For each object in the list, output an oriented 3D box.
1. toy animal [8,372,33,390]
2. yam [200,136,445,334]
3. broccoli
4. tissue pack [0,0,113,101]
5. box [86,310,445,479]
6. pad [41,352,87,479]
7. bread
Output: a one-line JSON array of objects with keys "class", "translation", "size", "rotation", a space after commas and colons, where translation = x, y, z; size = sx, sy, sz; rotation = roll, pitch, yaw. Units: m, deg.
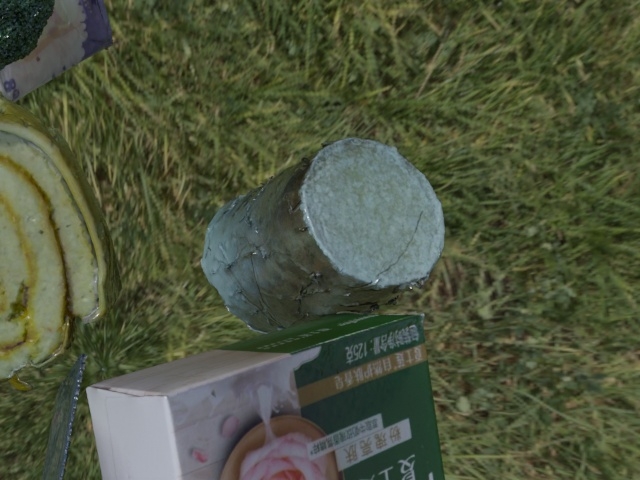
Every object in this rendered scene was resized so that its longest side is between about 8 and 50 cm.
[{"class": "toy animal", "translation": [-0.464, 0.159, 1.604], "size": [0.095, 0.155, 0.219], "rotation": [-14, 57, -25]}, {"class": "yam", "translation": [0.000, 0.000, 1.365], "size": [0.241, 0.348, 0.241], "rotation": [6, 76, -23]}, {"class": "broccoli", "translation": [-0.363, -0.234, 1.034], "size": [0.195, 0.195, 0.156], "rotation": [-30, 67, -14]}, {"class": "tissue pack", "translation": [-0.536, -0.392, 1.825], "size": [0.343, 0.125, 0.242], "rotation": [-46, 131, -48]}, {"class": "box", "translation": [-0.022, 0.124, 0.588], "size": [0.199, 0.081, 0.135], "rotation": [-14, 96, -41]}, {"class": "pad", "translation": [-0.418, 0.335, 1.634], "size": [0.012, 0.269, 0.269], "rotation": [14, 62, -18]}, {"class": "bread", "translation": [-0.172, 0.001, 0.538], "size": [0.117, 0.064, 0.156], "rotation": [-21, 119, -8]}]
